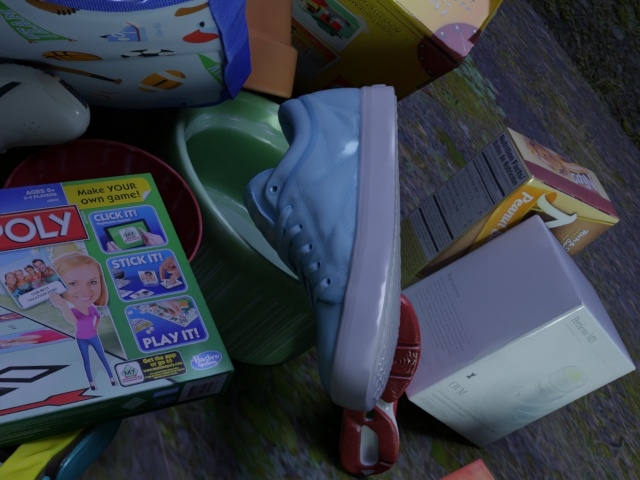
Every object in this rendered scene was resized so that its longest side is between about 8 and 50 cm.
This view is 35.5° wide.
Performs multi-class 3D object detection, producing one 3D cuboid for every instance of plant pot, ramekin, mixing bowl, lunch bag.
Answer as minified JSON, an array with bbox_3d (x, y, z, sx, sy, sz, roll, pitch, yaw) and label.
[{"bbox_3d":[-0.151,-0.301,1.186,0.291,0.203,0.291,15,7,-2],"label":"plant pot"},{"bbox_3d":[-0.072,-0.010,1.107,0.303,0.148,0.303,32,32,-23],"label":"ramekin"},{"bbox_3d":[-0.210,0.004,0.938,0.181,0.098,0.181,12,48,-13],"label":"mixing bowl"},{"bbox_3d":[-0.242,-0.261,0.883,0.385,0.239,0.328,24,-8,2],"label":"lunch bag"}]

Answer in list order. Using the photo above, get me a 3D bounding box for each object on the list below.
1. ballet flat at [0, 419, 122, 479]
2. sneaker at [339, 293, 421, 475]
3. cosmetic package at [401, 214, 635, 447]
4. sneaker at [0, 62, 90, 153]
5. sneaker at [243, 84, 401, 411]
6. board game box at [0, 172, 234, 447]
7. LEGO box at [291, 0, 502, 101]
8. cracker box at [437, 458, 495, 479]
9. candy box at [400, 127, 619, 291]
[{"bbox_3d":[-0.230,0.179,0.759,0.077,0.077,0.231,24,27,4],"label":"ballet flat"},{"bbox_3d":[0.050,0.128,1.066,0.087,0.221,0.128,6,27,-8],"label":"sneaker"},{"bbox_3d":[0.224,0.118,1.194,0.224,0.225,0.138,39,24,-50],"label":"cosmetic package"},{"bbox_3d":[-0.323,-0.071,0.858,0.235,0.094,0.153,5,55,-8],"label":"sneaker"},{"bbox_3d":[0.000,0.000,0.943,0.135,0.150,0.366,81,10,-46],"label":"sneaker"},{"bbox_3d":[-0.252,0.056,0.779,0.317,0.046,0.213,-10,58,-29],"label":"board game box"},{"bbox_3d":[-0.028,-0.413,1.419,0.500,0.372,0.193,39,69,-13],"label":"LEGO box"},{"bbox_3d":[0.179,0.359,1.050,0.156,0.067,0.232,-6,58,-55],"label":"cracker box"},{"bbox_3d":[0.185,0.016,1.235,0.183,0.316,0.087,18,40,-41],"label":"candy box"}]
